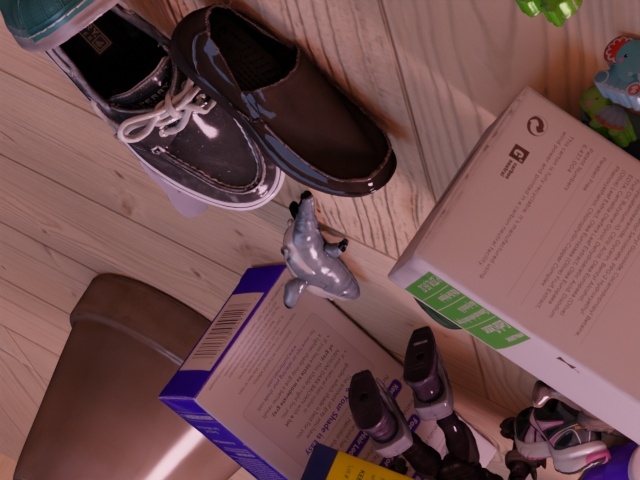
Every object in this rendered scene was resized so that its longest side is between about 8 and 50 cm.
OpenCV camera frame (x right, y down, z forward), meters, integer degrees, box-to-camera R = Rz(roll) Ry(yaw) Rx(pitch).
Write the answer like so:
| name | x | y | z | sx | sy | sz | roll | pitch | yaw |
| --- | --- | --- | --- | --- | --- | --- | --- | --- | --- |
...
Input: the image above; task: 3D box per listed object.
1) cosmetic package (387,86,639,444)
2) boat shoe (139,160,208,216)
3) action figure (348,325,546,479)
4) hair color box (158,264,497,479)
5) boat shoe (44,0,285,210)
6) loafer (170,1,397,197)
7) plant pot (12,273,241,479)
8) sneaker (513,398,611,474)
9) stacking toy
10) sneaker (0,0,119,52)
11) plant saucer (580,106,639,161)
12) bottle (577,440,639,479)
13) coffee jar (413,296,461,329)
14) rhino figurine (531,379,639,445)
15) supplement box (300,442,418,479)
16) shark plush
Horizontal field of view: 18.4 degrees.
| name | x | y | z | sx | sy | sz | roll | pitch | yaw |
| --- | --- | --- | --- | --- | --- | --- | --- | --- | --- |
| cosmetic package | 0.247 | 0.059 | 1.427 | 0.365 | 0.155 | 0.197 | 34 | 173 | 2 |
| boat shoe | -0.151 | -0.079 | 1.971 | 0.142 | 0.049 | 0.040 | 65 | -177 | -48 |
| action figure | 0.137 | 0.227 | 2.057 | 0.285 | 0.185 | 0.099 | 57 | -169 | -37 |
| hair color box | 0.011 | 0.201 | 2.157 | 0.339 | 0.185 | 0.110 | 42 | 160 | -18 |
| boat shoe | -0.144 | -0.132 | 1.705 | 0.306 | 0.113 | 0.105 | 49 | -178 | -19 |
| loafer | -0.030 | -0.116 | 1.625 | 0.220 | 0.080 | 0.078 | 36 | 161 | -2 |
| plant pot | -0.242 | 0.247 | 2.545 | 0.323 | 0.280 | 0.323 | 32 | 161 | 12 |
| sneaker | 0.235 | 0.172 | 1.920 | 0.178 | 0.072 | 0.077 | -173 | 70 | -74 |
| stacking toy | 0.234 | -0.100 | 1.276 | 0.221 | 0.052 | 0.167 | 27 | 165 | 38 |
| sneaker | -0.232 | -0.239 | 1.518 | 0.121 | 0.108 | 0.302 | 53 | 178 | -29 |
| plant saucer | 0.268 | -0.050 | 1.390 | 0.192 | 0.018 | 0.067 | 23 | 158 | 32 |
| bottle | 0.310 | 0.258 | 1.939 | 0.118 | 0.092 | 0.283 | 31 | 161 | 8 |
| coffee jar | 0.155 | 0.022 | 1.627 | 0.079 | 0.096 | 0.184 | 43 | 160 | -16 |
| rhino figurine | 0.243 | 0.122 | 1.746 | 0.106 | 0.073 | 0.243 | -2 | 147 | 23 |
| supplement box | 0.115 | 0.388 | 1.987 | 0.356 | 0.194 | 0.195 | 21 | 143 | 9 |
| shark plush | 0.000 | 0.000 | 1.946 | 0.067 | 0.073 | 0.161 | 8 | 132 | 15 |
